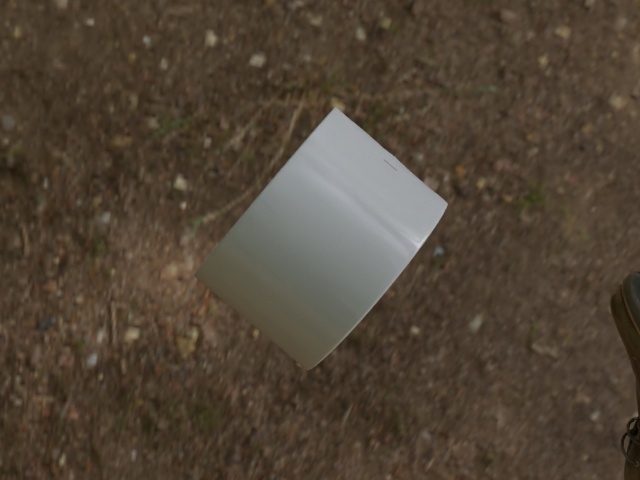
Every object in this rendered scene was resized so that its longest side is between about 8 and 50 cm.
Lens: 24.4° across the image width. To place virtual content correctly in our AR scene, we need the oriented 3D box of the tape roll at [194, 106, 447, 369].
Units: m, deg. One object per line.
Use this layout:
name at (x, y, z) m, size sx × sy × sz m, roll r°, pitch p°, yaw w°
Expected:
tape roll at (0.000, 0.000, 1.640) m, size 0.169 × 0.246 × 0.246 m, roll 41°, pitch 57°, yaw -2°

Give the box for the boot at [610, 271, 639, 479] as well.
boot at (0.318, 0.179, 1.374) m, size 0.112 × 0.115 × 0.305 m, roll -35°, pitch 104°, yaw -57°
